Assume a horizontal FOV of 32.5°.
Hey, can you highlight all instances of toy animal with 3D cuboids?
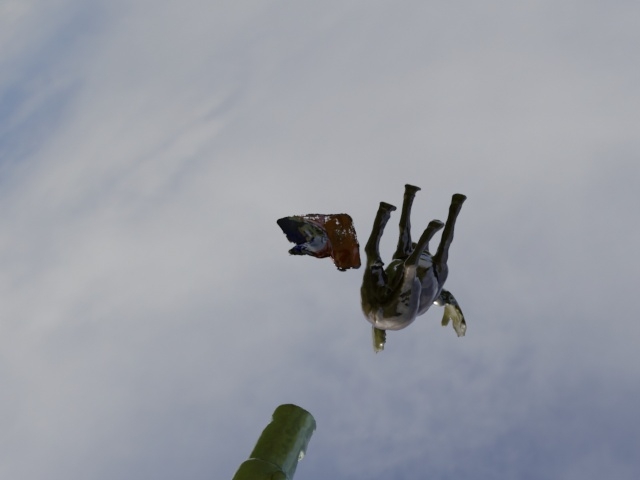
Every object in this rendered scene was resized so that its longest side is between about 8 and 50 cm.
[{"bbox_3d":[0.086,0.041,1.061,0.093,0.186,0.214,13,-160,20],"label":"toy animal"}]

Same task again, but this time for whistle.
[{"bbox_3d":[-0.070,0.243,0.949,0.126,0.067,0.258,-35,-164,42],"label":"whistle"}]

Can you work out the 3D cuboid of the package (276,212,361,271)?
[{"bbox_3d":[-0.001,0.000,1.343,0.033,0.110,0.077,-56,-133,35],"label":"package"}]
